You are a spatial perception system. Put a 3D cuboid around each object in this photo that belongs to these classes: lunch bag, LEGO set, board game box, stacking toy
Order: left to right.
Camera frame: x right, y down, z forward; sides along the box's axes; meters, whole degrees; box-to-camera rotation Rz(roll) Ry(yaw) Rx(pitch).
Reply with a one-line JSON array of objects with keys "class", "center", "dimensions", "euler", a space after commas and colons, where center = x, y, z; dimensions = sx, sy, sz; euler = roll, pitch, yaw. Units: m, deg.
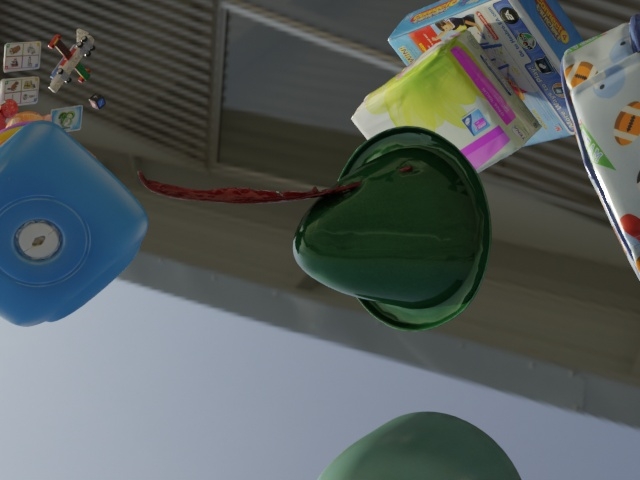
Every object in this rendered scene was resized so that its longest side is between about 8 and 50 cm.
[{"class": "stacking toy", "center": [-0.297, -0.063, 1.052], "dimensions": [0.175, 0.166, 0.302], "euler": [-40, -149, 4]}, {"class": "LEGO set", "center": [-0.489, -0.283, 1.856], "dimensions": [0.060, 0.183, 0.244], "euler": [24, -154, 30]}, {"class": "board game box", "center": [0.327, -0.310, 1.842], "dimensions": [0.302, 0.308, 0.086], "euler": [-10, -141, 51]}, {"class": "lunch bag", "center": [0.359, -0.072, 1.018], "dimensions": [0.243, 0.115, 0.303], "euler": [16, -124, -48]}]

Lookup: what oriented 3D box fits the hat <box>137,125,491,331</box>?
[{"class": "hat", "center": [0.000, 0.000, 0.813], "dimensions": [0.183, 0.208, 0.173], "euler": [-7, -96, -41]}]

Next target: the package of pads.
[{"class": "package of pads", "center": [0.213, -0.216, 1.831], "dimensions": [0.229, 0.296, 0.101], "euler": [51, -129, -5]}]

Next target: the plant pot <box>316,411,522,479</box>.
[{"class": "plant pot", "center": [0.109, 0.394, 1.388], "dimensions": [0.293, 0.293, 0.235], "euler": [33, -165, 26]}]

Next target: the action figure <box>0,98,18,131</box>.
[{"class": "action figure", "center": [-0.622, -0.208, 1.750], "dimensions": [0.280, 0.091, 0.139], "euler": [-18, -113, 27]}]
